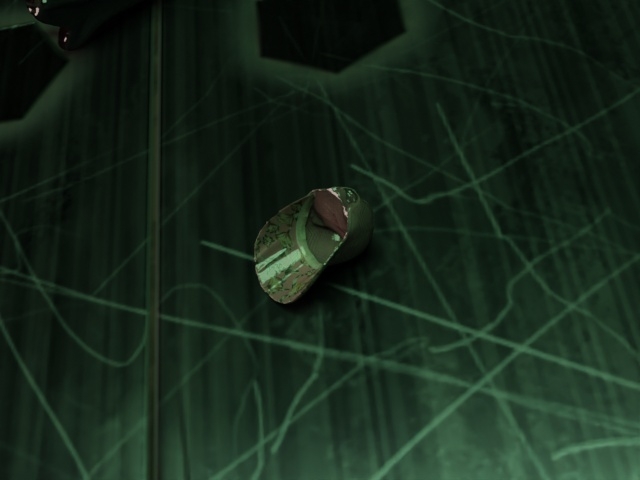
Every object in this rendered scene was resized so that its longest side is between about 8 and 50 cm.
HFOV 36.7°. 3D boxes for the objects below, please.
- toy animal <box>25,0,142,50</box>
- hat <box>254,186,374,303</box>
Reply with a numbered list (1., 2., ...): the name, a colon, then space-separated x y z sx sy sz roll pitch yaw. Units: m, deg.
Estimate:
1. toy animal: -0.228 -0.258 0.786 0.121 0.117 0.210 -40 59 -11
2. hat: -0.001 0.003 0.607 0.087 0.042 0.058 -52 52 14
